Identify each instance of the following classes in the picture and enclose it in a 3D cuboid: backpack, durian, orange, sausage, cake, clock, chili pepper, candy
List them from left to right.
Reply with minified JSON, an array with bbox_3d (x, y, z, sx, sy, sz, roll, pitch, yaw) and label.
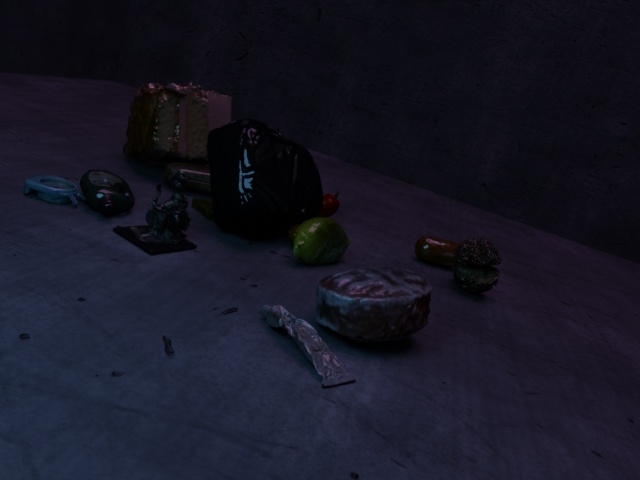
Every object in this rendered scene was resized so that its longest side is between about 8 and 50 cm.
[{"bbox_3d":[-0.700,-0.131,1.438,0.147,0.045,0.108,20,18,3],"label":"clock"},{"bbox_3d":[-0.512,-0.418,1.958,0.307,0.293,0.314,4,4,-39],"label":"cake"},{"bbox_3d":[-0.158,-0.182,1.672,0.255,0.363,0.446,-8,-7,35],"label":"backpack"},{"bbox_3d":[-0.065,-0.014,1.656,0.085,0.085,0.085,16,17,-5],"label":"orange"},{"bbox_3d":[-0.050,-0.132,1.946,0.368,0.092,0.137,-4,69,-39],"label":"chili pepper"},{"bbox_3d":[0.000,0.000,1.580,0.101,0.139,0.250,-20,-15,31],"label":"durian"},{"bbox_3d":[0.123,0.145,1.229,0.289,0.157,0.214,-4,12,-35],"label":"candy"},{"bbox_3d":[0.468,0.052,1.951,0.270,0.109,0.109,13,18,-18],"label":"sausage"},{"bbox_3d":[0.497,0.075,1.755,0.167,0.196,0.196,10,19,-17],"label":"durian"}]

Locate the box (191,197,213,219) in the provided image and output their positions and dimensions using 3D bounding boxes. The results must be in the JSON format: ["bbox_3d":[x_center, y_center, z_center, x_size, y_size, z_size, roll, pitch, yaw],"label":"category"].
[{"bbox_3d":[-0.305,-0.097,1.750,0.193,0.030,0.121,1,24,-42],"label":"box"}]

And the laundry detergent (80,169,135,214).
[{"bbox_3d":[-0.579,-0.122,1.478,0.144,0.078,0.222,18,14,-35],"label":"laundry detergent"}]

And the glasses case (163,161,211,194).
[{"bbox_3d":[-0.343,-0.205,1.923,0.425,0.098,0.156,10,11,-24],"label":"glasses case"}]

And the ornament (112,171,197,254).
[{"bbox_3d":[-0.391,-0.088,1.363,0.153,0.196,0.166,28,19,27],"label":"ornament"}]

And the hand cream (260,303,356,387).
[{"bbox_3d":[-0.037,0.201,1.084,0.084,0.050,0.257,4,25,-46],"label":"hand cream"}]
